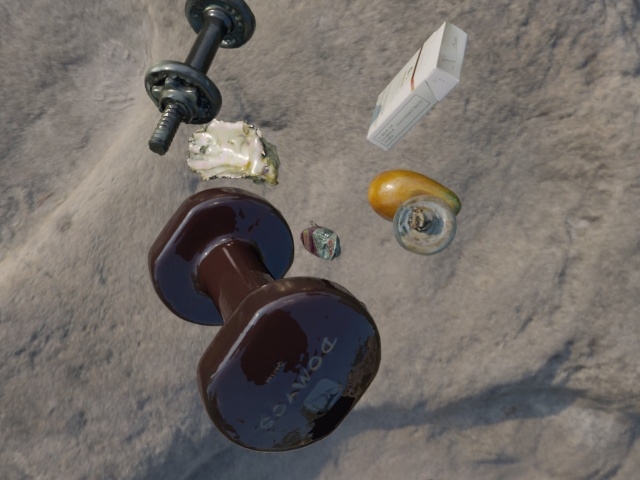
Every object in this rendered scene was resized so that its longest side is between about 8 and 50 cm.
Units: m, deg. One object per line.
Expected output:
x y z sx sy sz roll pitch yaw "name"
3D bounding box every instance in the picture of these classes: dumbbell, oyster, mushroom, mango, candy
-0.122 -0.193 0.712 0.081 0.081 0.254 26 60 -16 "dumbbell"
-0.150 -0.153 1.218 0.072 0.209 0.133 43 56 -51 "oyster"
0.136 -0.023 0.905 0.085 0.079 0.085 -3 74 11 "mushroom"
0.166 -0.074 1.252 0.165 0.115 0.089 16 64 -13 "mango"
0.000 0.000 0.917 0.043 0.175 0.045 -9 96 -8 "candy"
-0.056 0.054 0.568 0.124 0.225 0.140 30 100 -34 "dumbbell"

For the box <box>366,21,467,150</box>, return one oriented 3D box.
0.116 -0.186 0.845 0.040 0.154 0.084 29 55 -14 "box"
